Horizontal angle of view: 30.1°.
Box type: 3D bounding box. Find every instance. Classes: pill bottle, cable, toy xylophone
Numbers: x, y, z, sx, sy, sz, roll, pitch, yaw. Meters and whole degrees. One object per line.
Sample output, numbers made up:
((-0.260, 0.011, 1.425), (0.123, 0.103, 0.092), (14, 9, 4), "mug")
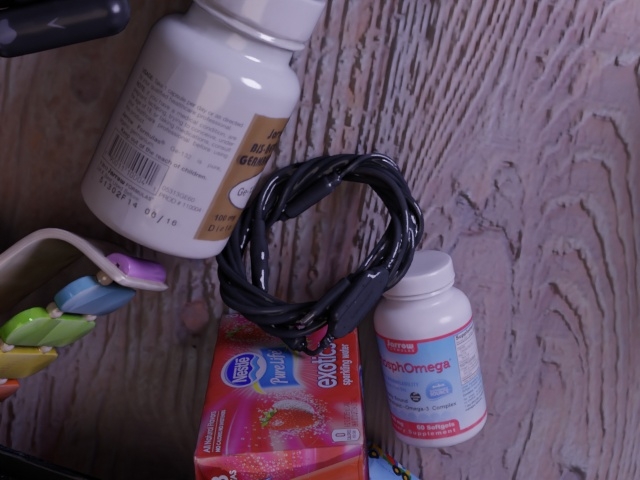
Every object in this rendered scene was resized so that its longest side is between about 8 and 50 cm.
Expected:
((-0.091, -0.111, 0.957), (0.131, 0.131, 0.229), (25, 108, -8), "pill bottle")
((0.000, 0.000, 1.008), (0.150, 0.047, 0.184), (31, 77, 28), "cable")
((-0.294, 0.089, 0.989), (0.322, 0.236, 0.081), (-37, 78, 15), "toy xylophone")
((0.094, 0.094, 1.049), (0.087, 0.087, 0.160), (-10, 108, 4), "pill bottle")

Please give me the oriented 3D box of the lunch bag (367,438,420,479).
((0.017, 0.364, 1.134), (0.221, 0.138, 0.293), (40, 114, -15), "lunch bag")

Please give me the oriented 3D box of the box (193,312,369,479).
((-0.025, 0.159, 0.983), (0.128, 0.257, 0.123), (-4, 111, 2), "box")

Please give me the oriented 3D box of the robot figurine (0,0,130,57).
((-0.215, -0.262, 0.887), (0.278, 0.173, 0.209), (-8, 117, 4), "robot figurine")

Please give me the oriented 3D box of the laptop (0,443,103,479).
((-0.249, 0.310, 1.097), (0.234, 0.137, 0.264), (20, 150, -7), "laptop")
